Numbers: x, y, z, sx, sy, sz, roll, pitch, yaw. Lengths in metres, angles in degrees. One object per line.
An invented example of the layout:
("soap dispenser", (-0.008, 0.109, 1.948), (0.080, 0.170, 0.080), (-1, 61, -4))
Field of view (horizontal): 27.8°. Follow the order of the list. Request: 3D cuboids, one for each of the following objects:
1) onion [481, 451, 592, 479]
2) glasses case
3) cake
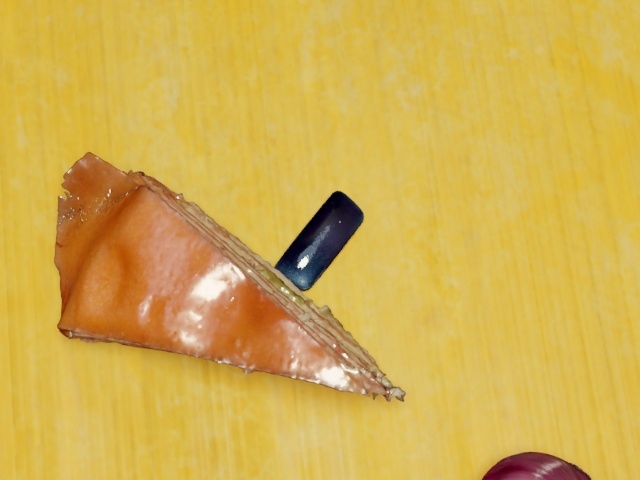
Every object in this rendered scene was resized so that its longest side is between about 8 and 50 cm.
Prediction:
("onion", (0.152, 0.205, 0.893), (0.104, 0.115, 0.115), (-39, 74, 33))
("glasses case", (0.000, 0.000, 0.979), (0.033, 0.023, 0.083), (35, 76, 12))
("cake", (-0.074, 0.056, 0.921), (0.287, 0.098, 0.135), (30, 82, 12))
